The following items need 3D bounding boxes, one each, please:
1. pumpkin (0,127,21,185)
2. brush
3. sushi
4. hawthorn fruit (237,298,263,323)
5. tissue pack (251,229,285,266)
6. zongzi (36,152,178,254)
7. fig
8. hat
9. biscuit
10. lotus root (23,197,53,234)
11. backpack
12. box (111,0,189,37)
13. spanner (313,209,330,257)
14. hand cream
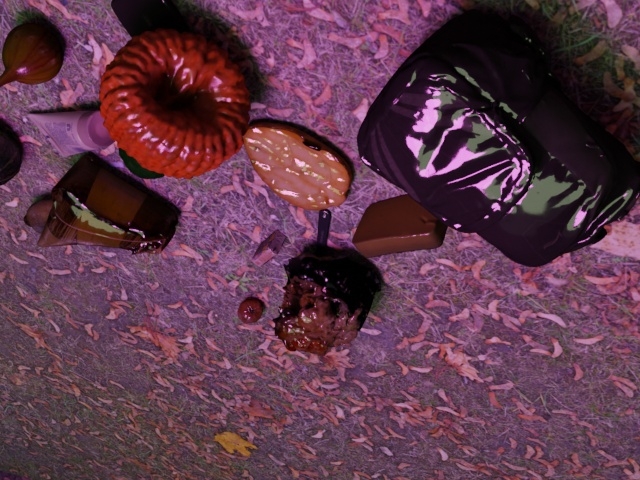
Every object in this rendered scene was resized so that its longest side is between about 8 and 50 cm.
[{"bbox_3d":[-0.819,-0.212,2.009,0.190,0.146,0.190,13,139,12],"label":"pumpkin"},{"bbox_3d":[0.168,-0.032,1.689,0.197,0.123,0.059,-10,134,37],"label":"brush"},{"bbox_3d":[0.004,0.160,1.902,0.225,0.219,0.238,-15,134,39],"label":"sushi"},{"bbox_3d":[-0.190,0.185,2.185,0.067,0.067,0.103,38,165,-14],"label":"hawthorn fruit"},{"bbox_3d":[-0.122,0.020,1.951,0.035,0.063,0.083,37,139,-16],"label":"tissue pack"},{"bbox_3d":[-0.528,-0.017,2.040,0.289,0.154,0.317,33,132,-7],"label":"zongzi"},{"bbox_3d":[-0.622,-0.348,1.683,0.124,0.236,0.124,22,140,20],"label":"fig"},{"bbox_3d":[-0.315,-0.261,1.662,0.285,0.285,0.400,43,164,-20],"label":"hat"},{"bbox_3d":[-0.051,-0.158,1.738,0.260,0.041,0.203,36,143,-11],"label":"biscuit"},{"bbox_3d":[-0.700,-0.058,2.163,0.192,0.088,0.113,-3,139,31],"label":"lotus root"},{"bbox_3d":[0.307,-0.147,1.391,0.445,0.255,0.363,42,139,2],"label":"backpack"},{"bbox_3d":[-0.325,-0.429,1.599,0.125,0.027,0.126,-13,126,34],"label":"box"},{"bbox_3d":[0.000,0.000,1.903,0.046,0.012,0.208,19,140,10],"label":"spanner"},{"bbox_3d":[-0.562,-0.244,1.902,0.248,0.083,0.133,4,136,41],"label":"hand cream"}]
